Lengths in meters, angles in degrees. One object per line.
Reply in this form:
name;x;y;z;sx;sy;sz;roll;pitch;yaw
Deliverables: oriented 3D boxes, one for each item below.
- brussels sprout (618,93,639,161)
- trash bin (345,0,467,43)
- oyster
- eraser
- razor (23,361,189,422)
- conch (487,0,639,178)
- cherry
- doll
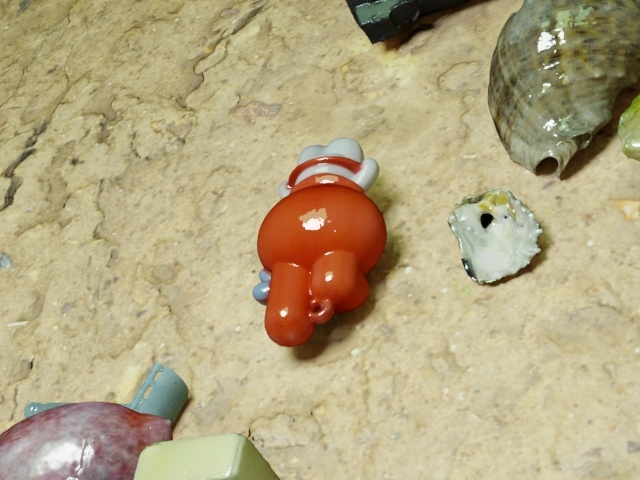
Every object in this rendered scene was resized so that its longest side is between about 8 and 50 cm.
brussels sprout;0.404;-0.138;1.502;0.139;0.100;0.181;3;48;50
trash bin;0.178;-0.431;1.909;0.301;0.203;0.252;-16;57;17
oyster;0.192;-0.008;1.535;0.146;0.045;0.121;18;54;37
eraser;-0.091;0.261;1.311;0.117;0.172;0.058;-13;42;22
razor;-0.268;0.205;1.604;0.232;0.068;0.106;-5;42;40
conch;0.292;-0.225;1.623;0.210;0.159;0.291;5;51;36
cherry;-0.258;0.258;1.426;0.250;0.175;0.192;-33;26;10
doll;0.000;0.000;1.591;0.161;0.130;0.290;-11;46;20
